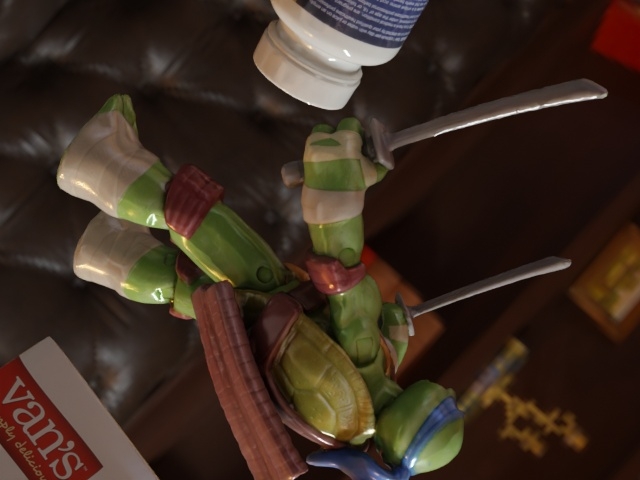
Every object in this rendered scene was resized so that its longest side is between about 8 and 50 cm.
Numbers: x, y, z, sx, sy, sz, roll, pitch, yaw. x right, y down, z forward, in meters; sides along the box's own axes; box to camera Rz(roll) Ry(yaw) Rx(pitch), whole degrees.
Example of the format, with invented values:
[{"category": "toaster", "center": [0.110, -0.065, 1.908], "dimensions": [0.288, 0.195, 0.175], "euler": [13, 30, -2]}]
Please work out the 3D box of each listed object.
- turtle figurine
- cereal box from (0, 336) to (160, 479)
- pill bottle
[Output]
[{"category": "turtle figurine", "center": [0.000, 0.000, 0.902], "dimensions": [0.275, 0.266, 0.198], "euler": [-63, 164, 2]}, {"category": "cereal box", "center": [-0.154, 0.171, 0.601], "dimensions": [0.240, 0.173, 0.047], "euler": [-35, 165, -19]}, {"category": "pill bottle", "center": [0.018, -0.121, 0.693], "dimensions": [0.120, 0.067, 0.067], "euler": [-59, 164, 25]}]
